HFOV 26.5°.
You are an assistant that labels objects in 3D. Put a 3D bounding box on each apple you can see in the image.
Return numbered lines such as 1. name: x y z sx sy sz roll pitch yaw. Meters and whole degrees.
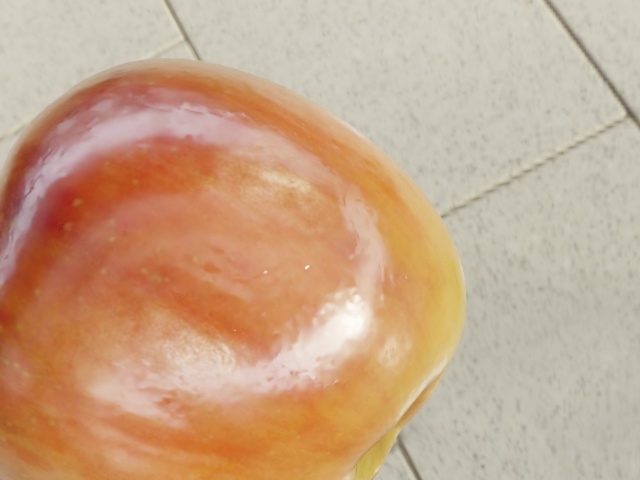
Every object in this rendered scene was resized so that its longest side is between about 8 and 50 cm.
1. apple: -0.056 0.042 0.694 0.241 0.242 0.242 26 71 4
